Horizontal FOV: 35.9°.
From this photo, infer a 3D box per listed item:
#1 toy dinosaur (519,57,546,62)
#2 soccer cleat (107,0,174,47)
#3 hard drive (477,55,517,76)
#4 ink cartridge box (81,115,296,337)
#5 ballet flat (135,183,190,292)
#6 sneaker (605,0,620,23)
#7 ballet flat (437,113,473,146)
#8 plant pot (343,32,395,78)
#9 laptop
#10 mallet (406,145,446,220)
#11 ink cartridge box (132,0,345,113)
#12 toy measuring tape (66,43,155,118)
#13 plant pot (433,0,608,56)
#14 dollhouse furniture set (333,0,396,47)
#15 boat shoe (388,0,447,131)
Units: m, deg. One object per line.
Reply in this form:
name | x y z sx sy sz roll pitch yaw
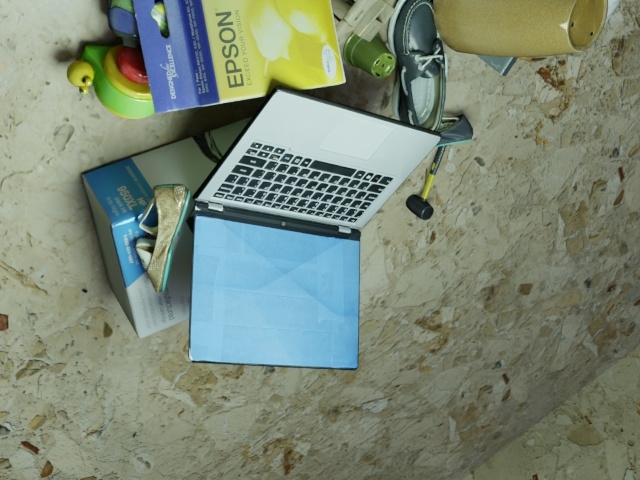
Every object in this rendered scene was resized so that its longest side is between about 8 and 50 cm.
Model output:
toy dinosaur | 0.418 -0.386 2.012 0.211 0.112 0.064 65 40 -85
soccer cleat | -0.196 -0.370 1.564 0.289 0.093 0.121 -8 124 -32
hard drive | 0.370 -0.404 1.948 0.022 0.094 0.135 12 118 -43
ink cartridge box | -0.199 -0.036 1.803 0.394 0.166 0.286 -22 135 -19
ballet flat | -0.267 -0.007 1.621 0.067 0.073 0.206 13 117 -10
sneaker | 0.571 -0.520 2.008 0.129 0.111 0.297 -5 134 -54
ballet flat | 0.220 -0.217 2.035 0.203 0.074 0.074 -18 135 -15
plant pot | 0.097 -0.338 1.817 0.083 0.079 0.083 -20 137 -20
laptop | 0.000 0.000 1.665 0.381 0.236 0.408 9 134 -41
mallet | 0.234 -0.141 2.138 0.039 0.062 0.190 0 111 -38
ink cartridge box | -0.130 -0.368 1.516 0.307 0.072 0.304 -15 99 -28
toy measuring tape | -0.247 -0.254 1.602 0.330 0.121 0.121 -4 128 -33
plant pot | 0.376 -0.426 1.771 0.237 0.254 0.237 -23 126 -36
dollhouse furniture set | 0.023 -0.402 1.702 0.129 0.129 0.183 -48 170 14
boat shoe | 0.197 -0.334 1.885 0.114 0.091 0.303 -26 138 -15
